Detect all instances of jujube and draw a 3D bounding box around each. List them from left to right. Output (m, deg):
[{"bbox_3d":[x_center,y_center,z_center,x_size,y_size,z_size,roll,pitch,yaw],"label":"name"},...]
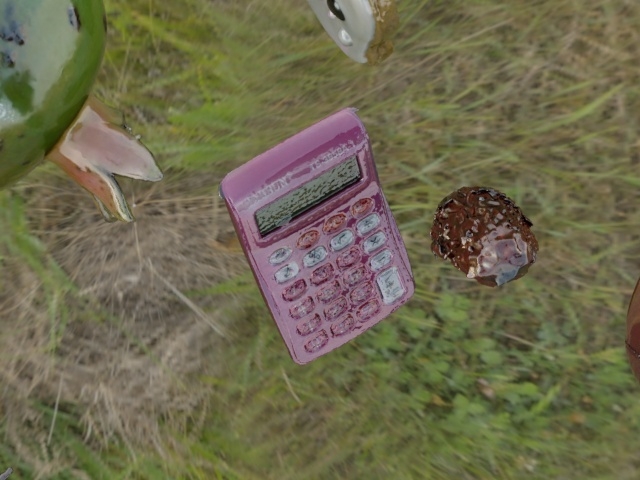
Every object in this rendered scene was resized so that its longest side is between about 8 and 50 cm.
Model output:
[{"bbox_3d":[0.174,-0.003,1.389,0.104,0.166,0.104,-6,110,-15],"label":"jujube"}]

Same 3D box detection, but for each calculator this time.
[{"bbox_3d":[0.000,0.000,1.053,0.126,0.034,0.190,-31,126,-16],"label":"calculator"}]

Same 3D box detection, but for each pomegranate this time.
[{"bbox_3d":[-0.283,-0.164,1.191,0.323,0.291,0.291,12,90,-10],"label":"pomegranate"}]

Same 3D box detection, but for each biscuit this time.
[{"bbox_3d":[0.008,-0.245,1.213,0.049,0.208,0.181,-32,88,-3],"label":"biscuit"}]

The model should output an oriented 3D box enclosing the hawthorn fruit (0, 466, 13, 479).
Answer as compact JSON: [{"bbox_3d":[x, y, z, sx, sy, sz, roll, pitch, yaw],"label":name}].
[{"bbox_3d":[-0.178,0.169,0.721,0.081,0.081,0.093,-8,92,-8],"label":"hawthorn fruit"}]

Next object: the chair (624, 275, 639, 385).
[{"bbox_3d":[0.329,0.013,0.721,0.226,0.401,0.227,2,70,-6],"label":"chair"}]
